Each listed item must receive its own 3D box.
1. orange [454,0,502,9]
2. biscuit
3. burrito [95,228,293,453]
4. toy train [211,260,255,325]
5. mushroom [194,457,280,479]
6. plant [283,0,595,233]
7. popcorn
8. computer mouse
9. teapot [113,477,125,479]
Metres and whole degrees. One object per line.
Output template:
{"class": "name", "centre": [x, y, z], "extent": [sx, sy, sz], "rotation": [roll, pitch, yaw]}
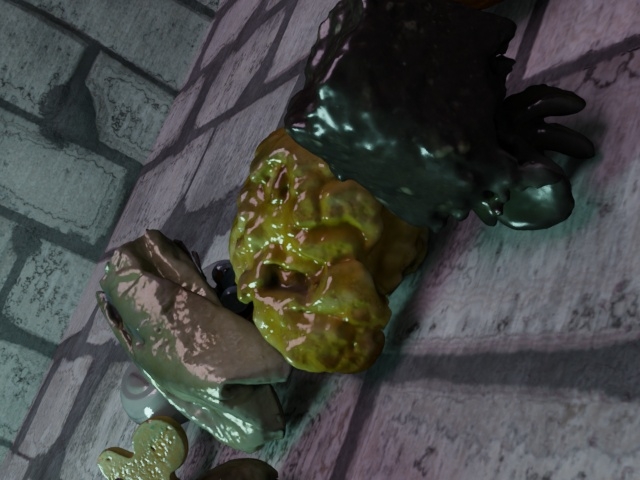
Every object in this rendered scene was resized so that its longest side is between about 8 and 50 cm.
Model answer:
{"class": "orange", "centre": [0.137, -0.461, 1.036], "extent": [0.322, 0.357, 0.322], "rotation": [-36, 28, 23]}
{"class": "biscuit", "centre": [-0.263, 0.363, 1.230], "extent": [0.030, 0.153, 0.234], "rotation": [-40, -25, -78]}
{"class": "burrito", "centre": [-0.172, 0.141, 1.103], "extent": [0.332, 0.135, 0.190], "rotation": [42, 128, 37]}
{"class": "toy train", "centre": [-0.075, 0.056, 1.197], "extent": [0.219, 0.127, 0.089], "rotation": [-52, 31, 13]}
{"class": "mushroom", "centre": [-0.083, 0.342, 0.858], "extent": [0.247, 0.130, 0.344], "rotation": [-49, 24, 9]}
{"class": "plant", "centre": [0.116, -0.123, 0.807], "extent": [0.188, 0.276, 0.199], "rotation": [-66, 13, -22]}
{"class": "popcorn", "centre": [0.000, 0.000, 0.993], "extent": [0.265, 0.225, 0.332], "rotation": [-27, 52, 47]}
{"class": "computer mouse", "centre": [-0.187, 0.173, 1.319], "extent": [0.297, 0.121, 0.184], "rotation": [-55, 27, -19]}
{"class": "teapot", "centre": [-0.234, 0.389, 1.120], "extent": [0.116, 0.146, 0.148], "rotation": [-50, 25, 27]}
